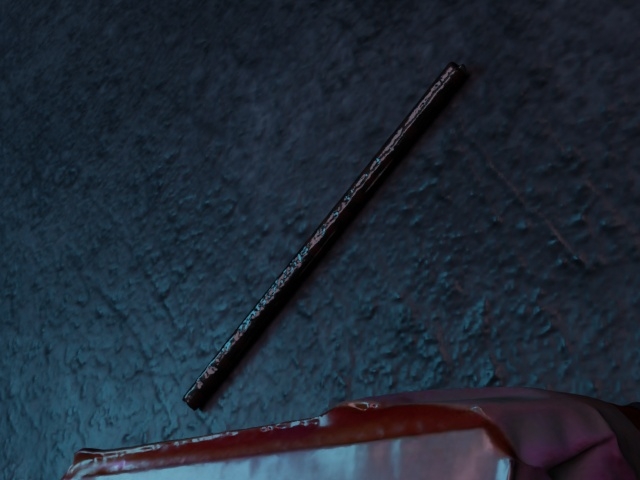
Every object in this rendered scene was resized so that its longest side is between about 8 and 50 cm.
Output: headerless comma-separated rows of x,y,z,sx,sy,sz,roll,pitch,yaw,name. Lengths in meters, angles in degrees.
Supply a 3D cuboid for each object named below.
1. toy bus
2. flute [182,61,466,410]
0.014,0.144,0.531,0.302,0.147,0.127,-16,66,38,toy bus
0.000,0.000,0.704,0.269,0.014,0.014,-51,45,10,flute
